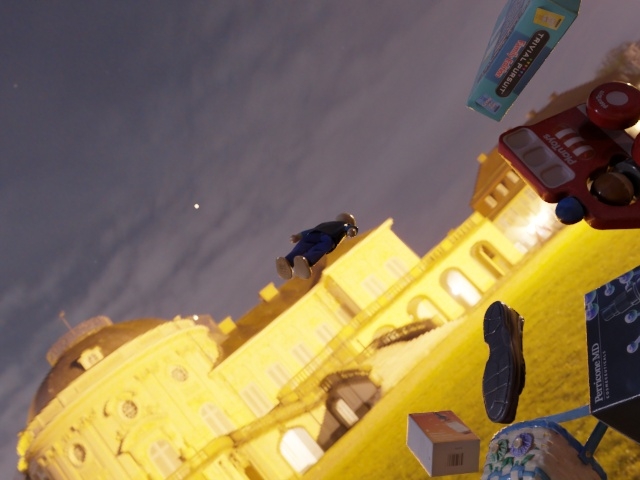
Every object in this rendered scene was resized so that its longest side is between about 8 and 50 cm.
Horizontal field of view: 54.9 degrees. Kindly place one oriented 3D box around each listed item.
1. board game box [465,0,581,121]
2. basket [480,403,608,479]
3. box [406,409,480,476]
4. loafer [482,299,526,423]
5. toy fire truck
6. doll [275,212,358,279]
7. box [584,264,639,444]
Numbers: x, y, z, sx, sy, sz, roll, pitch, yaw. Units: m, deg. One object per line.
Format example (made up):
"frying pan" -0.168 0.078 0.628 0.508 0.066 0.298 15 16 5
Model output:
"board game box" 0.405 -0.428 1.181 0.336 0.079 0.254 -64 1 -36
"basket" 0.496 0.470 1.339 0.289 0.201 0.255 -34 -7 -40
"box" 0.307 0.511 1.564 0.129 0.091 0.170 -1 9 -14
"loafer" 0.435 0.278 1.408 0.109 0.095 0.303 128 159 -48
"toy fire truck" 0.510 -0.132 1.144 0.253 0.302 0.169 -25 -34 -7
"doll" 0.000 0.000 1.019 0.129 0.046 0.189 -3 24 37
"box" 0.706 0.172 1.109 0.395 0.211 0.294 -46 19 45
